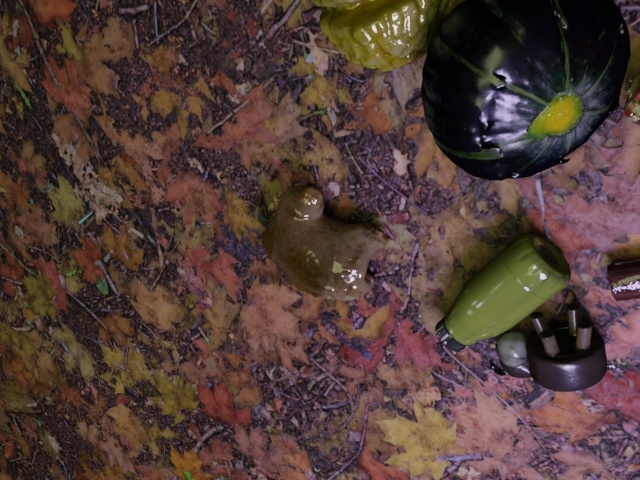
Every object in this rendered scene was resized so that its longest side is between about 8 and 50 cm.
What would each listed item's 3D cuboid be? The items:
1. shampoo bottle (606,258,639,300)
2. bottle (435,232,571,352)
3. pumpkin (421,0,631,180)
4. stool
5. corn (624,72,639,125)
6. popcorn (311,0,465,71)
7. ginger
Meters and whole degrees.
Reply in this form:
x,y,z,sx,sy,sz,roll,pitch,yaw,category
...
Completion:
x,y,z,sx,sy,sz,roll,pitch,yaw,category
0.575,0.047,0.912,0.236,0.068,0.067,-13,102,34,shampoo bottle
0.310,0.105,1.053,0.112,0.112,0.260,45,124,7,bottle
0.278,-0.251,0.863,0.295,0.296,0.296,10,113,26,pumpkin
0.393,0.186,1.027,0.217,0.125,0.121,-5,116,39,stool
0.565,-0.172,0.818,0.280,0.092,0.092,21,117,20,corn
0.104,-0.403,0.919,0.270,0.224,0.258,48,116,13,popcorn
0.000,0.000,1.182,0.275,0.130,0.222,2,100,23,ginger
